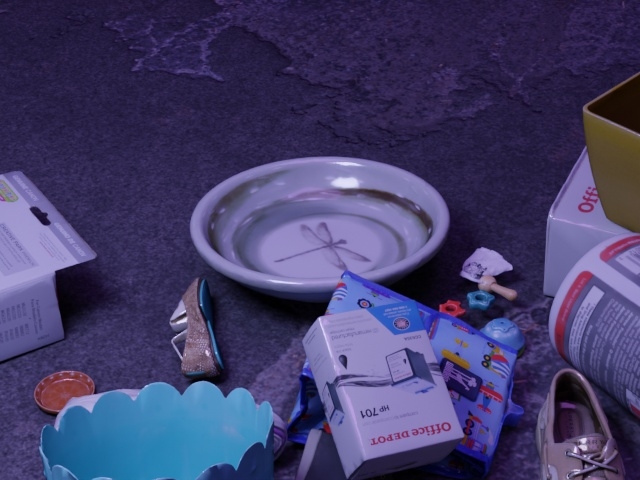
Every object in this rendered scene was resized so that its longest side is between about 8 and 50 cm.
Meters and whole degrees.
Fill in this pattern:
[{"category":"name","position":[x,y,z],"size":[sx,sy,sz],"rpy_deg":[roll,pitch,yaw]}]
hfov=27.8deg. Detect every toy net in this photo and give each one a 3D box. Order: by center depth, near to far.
[{"category":"toy net","position":[0.236,0.092,1.938],"size":[0.122,0.045,0.232],"rpy_deg":[-2,33,2]}]

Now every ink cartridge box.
[{"category":"ink cartridge box","position":[0.076,0.183,1.597],"size":[0.139,0.082,0.191],"rpy_deg":[-9,64,-22]},{"category":"ink cartridge box","position":[-0.513,0.043,1.948],"size":[0.271,0.130,0.309],"rpy_deg":[-19,39,-27]},{"category":"ink cartridge box","position":[0.561,-0.004,1.959],"size":[0.384,0.160,0.279],"rpy_deg":[15,39,21]}]

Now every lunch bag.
[{"category":"lunch bag","position":[0.127,0.198,1.740],"size":[0.293,0.138,0.221],"rpy_deg":[19,39,4]}]

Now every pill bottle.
[{"category":"pill bottle","position":[0.489,0.160,1.688],"size":[0.210,0.210,0.363],"rpy_deg":[-21,40,-26]}]

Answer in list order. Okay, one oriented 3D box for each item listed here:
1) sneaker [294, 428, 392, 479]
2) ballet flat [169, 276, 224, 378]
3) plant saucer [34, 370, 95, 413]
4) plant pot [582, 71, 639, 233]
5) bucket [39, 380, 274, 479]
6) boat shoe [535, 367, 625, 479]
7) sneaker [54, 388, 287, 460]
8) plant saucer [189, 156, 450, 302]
[{"category":"sneaker","position":[0.025,0.321,1.579],"size":[0.118,0.083,0.222],"rpy_deg":[9,39,6]},{"category":"ballet flat","position":[-0.186,0.126,1.878],"size":[0.067,0.073,0.206],"rpy_deg":[-18,32,1]},{"category":"plant saucer","position":[-0.355,0.213,1.801],"size":[0.083,0.013,0.083],"rpy_deg":[-1,35,1]},{"category":"plant pot","position":[0.502,-0.107,1.808],"size":[0.212,0.187,0.212],"rpy_deg":[-31,46,-33]},{"category":"bucket","position":[-0.179,0.293,1.477],"size":[0.281,0.183,0.281],"rpy_deg":[-2,15,1]},{"category":"boat shoe","position":[0.325,0.283,1.610],"size":[0.109,0.098,0.302],"rpy_deg":[0,35,1]},{"category":"sneaker","position":[-0.196,0.233,1.682],"size":[0.305,0.114,0.152],"rpy_deg":[2,19,-7]},{"category":"plant saucer","position":[0.000,0.000,2.009],"size":[0.400,0.101,0.400],"rpy_deg":[-1,30,1]}]
